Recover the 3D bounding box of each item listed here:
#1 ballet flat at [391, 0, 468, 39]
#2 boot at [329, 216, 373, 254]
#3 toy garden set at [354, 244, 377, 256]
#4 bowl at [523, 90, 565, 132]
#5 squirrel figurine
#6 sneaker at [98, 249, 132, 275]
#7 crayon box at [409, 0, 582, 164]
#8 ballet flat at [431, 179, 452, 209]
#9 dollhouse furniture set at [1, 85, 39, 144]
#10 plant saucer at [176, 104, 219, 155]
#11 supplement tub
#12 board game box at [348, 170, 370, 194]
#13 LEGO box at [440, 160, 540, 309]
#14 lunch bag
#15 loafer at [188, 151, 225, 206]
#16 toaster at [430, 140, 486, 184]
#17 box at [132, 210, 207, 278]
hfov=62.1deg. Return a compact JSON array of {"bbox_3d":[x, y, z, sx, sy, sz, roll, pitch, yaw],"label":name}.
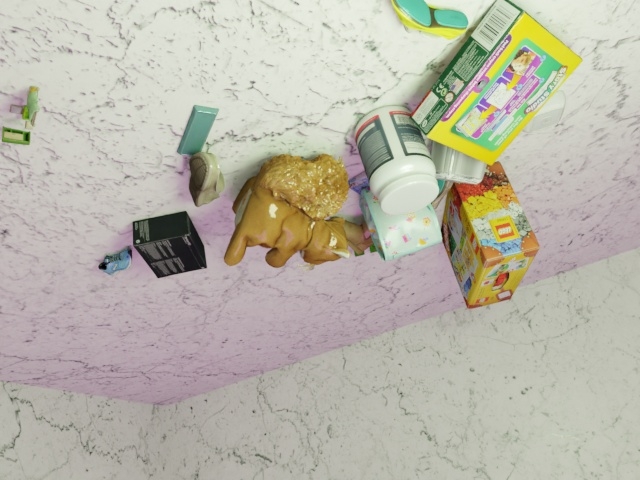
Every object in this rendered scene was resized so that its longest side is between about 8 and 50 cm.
[{"bbox_3d":[0.241,-0.510,1.236,0.231,0.077,0.077,1,166,-31],"label":"ballet flat"},{"bbox_3d":[0.197,-0.081,2.016,0.269,0.089,0.236,-34,137,18],"label":"boot"},{"bbox_3d":[0.249,-0.021,2.192,0.244,0.049,0.204,-14,155,1],"label":"toy garden set"},{"bbox_3d":[0.707,-0.400,1.688,0.142,0.053,0.142,-17,151,4],"label":"bowl"},{"bbox_3d":[-0.052,-0.074,1.635,0.370,0.281,0.397,22,122,-20],"label":"squirrel figurine"},{"bbox_3d":[-0.727,0.078,1.882,0.162,0.063,0.073,-31,145,29],"label":"sneaker"},{"bbox_3d":[0.466,-0.402,1.414,0.313,0.106,0.363,10,128,-41],"label":"crayon box"},{"bbox_3d":[0.416,-0.195,1.908,0.106,0.107,0.316,-27,163,-20],"label":"ballet flat"},{"bbox_3d":[-0.681,-0.282,1.205,0.059,0.076,0.152,5,148,-35],"label":"dollhouse furniture set"},{"bbox_3d":[-0.331,-0.288,1.430,0.067,0.018,0.192,3,149,-29],"label":"plant saucer"},{"bbox_3d":[0.217,-0.230,1.527,0.191,0.272,0.191,-11,153,-6],"label":"supplement tub"},{"bbox_3d":[0.148,-0.199,1.830,0.090,0.020,0.090,-30,150,26],"label":"board game box"},{"bbox_3d":[0.629,-0.001,2.056,0.193,0.372,0.500,-14,152,0],"label":"LEGO box"},{"bbox_3d":[0.278,-0.070,1.855,0.223,0.262,0.160,-17,160,-8],"label":"lunch bag"},{"bbox_3d":[-0.326,-0.185,1.549,0.092,0.102,0.268,-21,171,-24],"label":"loafer"},{"bbox_3d":[0.431,-0.260,1.679,0.227,0.146,0.129,5,-173,-34],"label":"toaster"},{"bbox_3d":[-0.513,0.019,1.832,0.184,0.103,0.261,-9,152,-3],"label":"box"}]
